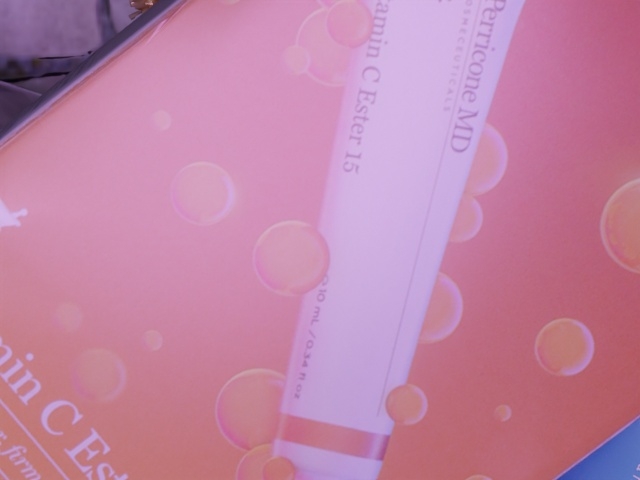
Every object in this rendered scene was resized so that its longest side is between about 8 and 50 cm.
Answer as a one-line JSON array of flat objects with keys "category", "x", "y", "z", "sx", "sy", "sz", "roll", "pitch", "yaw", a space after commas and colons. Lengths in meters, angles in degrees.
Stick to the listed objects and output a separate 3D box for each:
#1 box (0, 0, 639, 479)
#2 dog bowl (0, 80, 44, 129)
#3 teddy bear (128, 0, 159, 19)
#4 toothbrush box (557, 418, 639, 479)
[{"category": "box", "x": 0.000, "y": 0.000, "z": 0.747, "sx": 0.345, "sy": 0.168, "sz": 0.215, "roll": -38, "pitch": 99, "yaw": 6}, {"category": "dog bowl", "x": -0.170, "y": 0.089, "z": 0.922, "sx": 0.349, "sy": 0.102, "sz": 0.349, "roll": 0, "pitch": 93, "yaw": 7}, {"category": "teddy bear", "x": 0.001, "y": -0.226, "z": 0.799, "sx": 0.245, "sy": 0.113, "sz": 0.338, "roll": 9, "pitch": 112, "yaw": -18}, {"category": "toothbrush box", "x": 0.205, "y": 0.203, "z": 0.820, "sx": 0.295, "sy": 0.126, "sz": 0.216, "roll": 29, "pitch": 104, "yaw": 14}]
